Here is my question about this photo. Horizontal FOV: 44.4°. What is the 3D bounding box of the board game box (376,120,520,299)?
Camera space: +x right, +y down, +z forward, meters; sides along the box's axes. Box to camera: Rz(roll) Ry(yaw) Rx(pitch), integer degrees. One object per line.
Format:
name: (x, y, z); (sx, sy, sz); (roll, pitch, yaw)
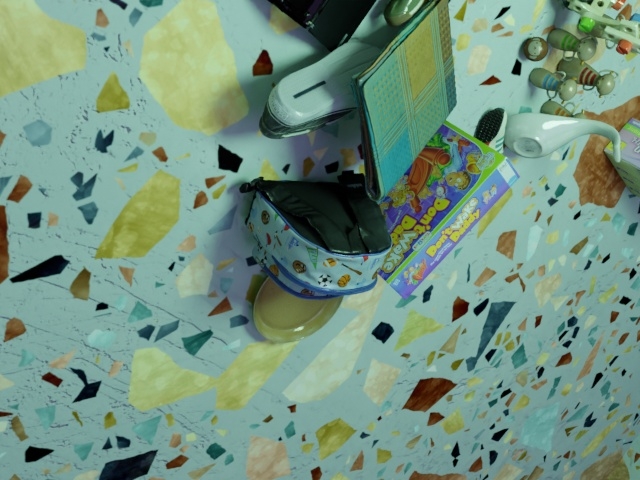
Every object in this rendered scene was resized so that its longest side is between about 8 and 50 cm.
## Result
board game box: (0.215, -0.077, 1.662); (0.347, 0.233, 0.078); (-48, 134, 1)

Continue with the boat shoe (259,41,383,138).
boat shoe: (0.011, -0.281, 1.470); (0.335, 0.121, 0.119); (-26, 175, -40)

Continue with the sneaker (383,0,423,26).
sneaker: (0.174, -0.499, 1.468); (0.192, 0.064, 0.086); (-48, 136, -7)

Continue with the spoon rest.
spoon rest: (0.546, -0.235, 1.787); (0.084, 0.276, 0.137); (-62, 147, -28)

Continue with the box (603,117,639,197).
box: (0.909, -0.182, 2.087); (0.117, 0.213, 0.243); (-50, 133, 4)

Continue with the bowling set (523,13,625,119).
bowling set: (0.555, -0.378, 1.750); (0.199, 0.154, 0.287); (0, 119, -35)

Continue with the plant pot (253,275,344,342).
plant pot: (-0.050, 0.123, 1.753); (0.236, 0.032, 0.236); (-18, 129, -24)

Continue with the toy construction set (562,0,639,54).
toy construction set: (0.651, -0.531, 1.665); (0.215, 0.151, 0.328); (30, 69, -6)

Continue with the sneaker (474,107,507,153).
sneaker: (0.397, -0.232, 1.817); (0.075, 0.057, 0.161); (-12, 126, -47)

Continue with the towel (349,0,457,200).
towel: (0.171, -0.282, 1.521); (0.370, 0.040, 0.271); (-51, 143, -38)

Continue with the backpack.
backpack: (0.000, 0.000, 1.544); (0.276, 0.263, 0.213); (-8, 123, -32)

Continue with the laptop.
laptop: (0.004, -0.494, 1.389); (0.264, 0.136, 0.234); (33, 98, -18)
